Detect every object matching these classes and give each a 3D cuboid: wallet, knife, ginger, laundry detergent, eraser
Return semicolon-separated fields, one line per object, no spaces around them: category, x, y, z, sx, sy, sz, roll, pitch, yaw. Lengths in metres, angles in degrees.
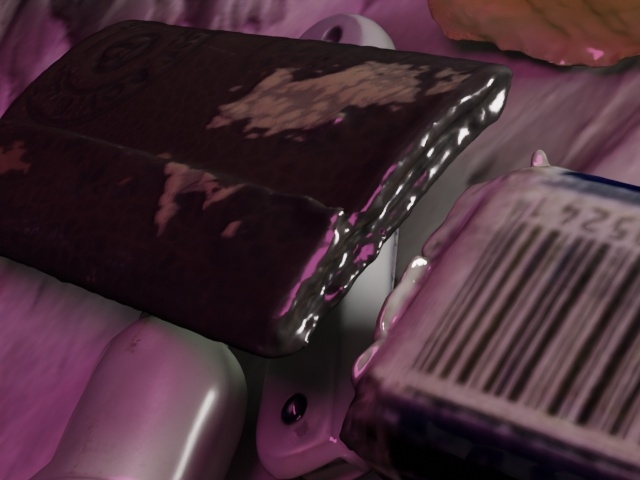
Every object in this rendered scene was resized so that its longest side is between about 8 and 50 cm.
wallet;-0.064;-0.043;0.852;0.170;0.044;0.321;-46;32;-21
knife;0.003;-0.001;0.843;0.073;0.040;0.265;-21;46;28
ginger;0.142;-0.164;0.871;0.193;0.115;0.122;-8;29;33
laundry detergent;-0.086;0.103;0.782;0.099;0.070;0.225;-19;42;46
eraser;0.175;0.074;0.644;0.332;0.101;0.155;16;62;36
